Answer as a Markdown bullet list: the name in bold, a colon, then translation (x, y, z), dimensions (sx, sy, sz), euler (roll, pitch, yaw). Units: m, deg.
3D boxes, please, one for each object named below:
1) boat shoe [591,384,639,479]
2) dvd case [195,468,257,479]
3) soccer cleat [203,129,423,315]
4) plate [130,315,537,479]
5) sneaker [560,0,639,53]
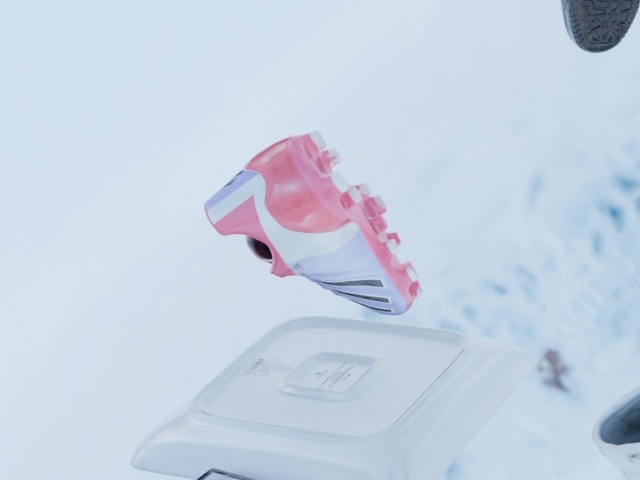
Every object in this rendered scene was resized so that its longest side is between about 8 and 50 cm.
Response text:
- **boat shoe**: translation (0.275, 0.077, 1.066), dimensions (0.267, 0.088, 0.096), euler (-33, 34, 40)
- **dvd case**: translation (-0.044, 0.249, 1.368), dimensions (0.253, 0.022, 0.180), euler (9, 32, 38)
- **soccer cleat**: translation (0.000, 0.000, 1.292), dimensions (0.095, 0.248, 0.083), euler (-27, 64, 8)
- **plate**: translation (0.013, 0.134, 1.597), dimensions (0.278, 0.045, 0.277), euler (5, 27, 29)
- **sneaker**: translation (0.160, -0.207, 1.128), dimensions (0.051, 0.170, 0.089), euler (-7, 18, -13)
